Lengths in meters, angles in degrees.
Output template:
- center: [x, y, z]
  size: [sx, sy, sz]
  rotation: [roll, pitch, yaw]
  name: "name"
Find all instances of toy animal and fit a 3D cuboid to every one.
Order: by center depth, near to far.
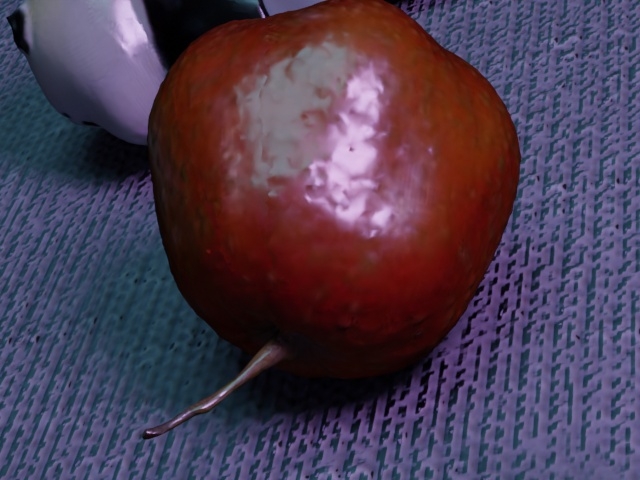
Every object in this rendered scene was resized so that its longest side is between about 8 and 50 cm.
- center: [-0.069, -0.119, 0.988]
  size: [0.179, 0.138, 0.166]
  rotation: [-13, 11, 22]
  name: "toy animal"

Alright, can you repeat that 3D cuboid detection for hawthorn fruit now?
- center: [0.000, 0.000, 0.761]
  size: [0.162, 0.162, 0.203]
  rotation: [-6, 56, 18]
  name: "hawthorn fruit"
